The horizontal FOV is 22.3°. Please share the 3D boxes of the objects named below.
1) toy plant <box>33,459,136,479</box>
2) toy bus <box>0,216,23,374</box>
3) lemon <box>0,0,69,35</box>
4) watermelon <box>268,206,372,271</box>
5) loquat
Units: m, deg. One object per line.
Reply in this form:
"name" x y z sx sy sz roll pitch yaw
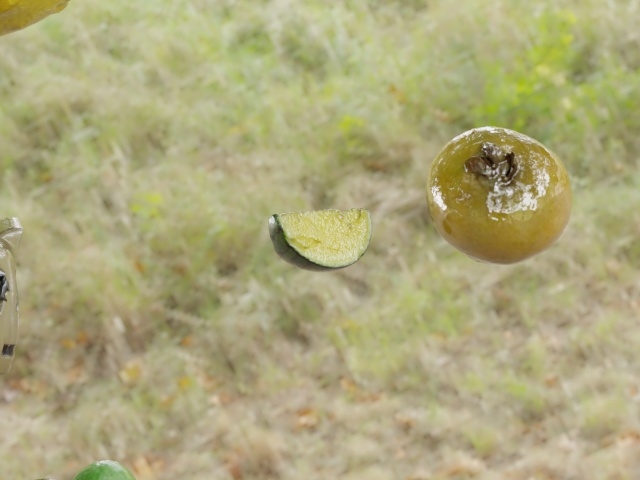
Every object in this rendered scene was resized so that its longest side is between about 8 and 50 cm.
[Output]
"toy plant" -0.316 0.385 2.028 0.235 0.218 0.175 -15 41 -43
"toy bus" -0.417 0.031 1.501 0.290 0.157 0.139 14 7 -15
"lemon" -0.398 -0.356 1.920 0.288 0.233 0.233 -19 11 10
"watermelon" -0.005 0.006 2.374 0.181 0.092 0.075 -7 -12 -40
"loquat" 0.180 -0.045 1.647 0.137 0.163 0.163 -53 15 -10
